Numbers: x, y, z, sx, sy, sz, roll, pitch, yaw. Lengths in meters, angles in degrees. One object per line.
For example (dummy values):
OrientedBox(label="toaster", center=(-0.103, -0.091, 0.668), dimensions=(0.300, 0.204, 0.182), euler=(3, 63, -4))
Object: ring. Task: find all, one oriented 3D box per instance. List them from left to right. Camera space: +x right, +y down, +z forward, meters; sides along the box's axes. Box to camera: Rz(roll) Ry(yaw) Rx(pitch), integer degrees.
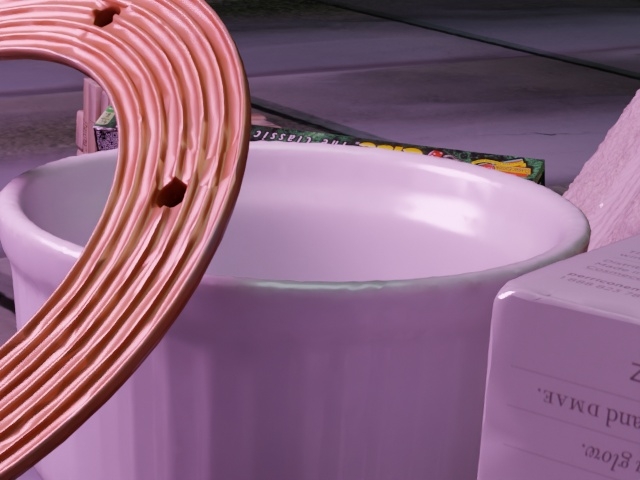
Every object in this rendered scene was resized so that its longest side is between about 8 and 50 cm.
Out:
OrientedBox(label="ring", center=(-0.177, 0.006, 0.793), dimensions=(0.336, 0.032, 0.337), euler=(-17, 44, 17))

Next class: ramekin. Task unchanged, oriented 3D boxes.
OrientedBox(label="ramekin", center=(-0.016, 0.045, 0.889), dimensions=(0.277, 0.135, 0.277), euler=(3, 15, -1))

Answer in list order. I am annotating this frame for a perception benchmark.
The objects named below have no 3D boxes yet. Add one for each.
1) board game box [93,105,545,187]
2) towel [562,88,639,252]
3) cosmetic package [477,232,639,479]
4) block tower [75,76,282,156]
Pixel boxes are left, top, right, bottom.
OrientedBox(label="board game box", center=(0.000, 0.000, 1.063), dimensions=(0.259, 0.136, 0.030), euler=(8, 39, 19))
OrientedBox(label="towel", center=(0.215, -0.058, 1.094), dimensions=(0.049, 0.282, 0.187), euler=(32, 11, -12))
OrientedBox(label="cosmetic package", center=(0.149, 0.103, 0.615), dimensions=(0.151, 0.184, 0.151), euler=(14, 18, 35))
OrientedBox(label="block tower", center=(-0.085, -0.044, 1.293), dimensions=(0.097, 0.091, 0.335), euler=(-4, 16, -23))
